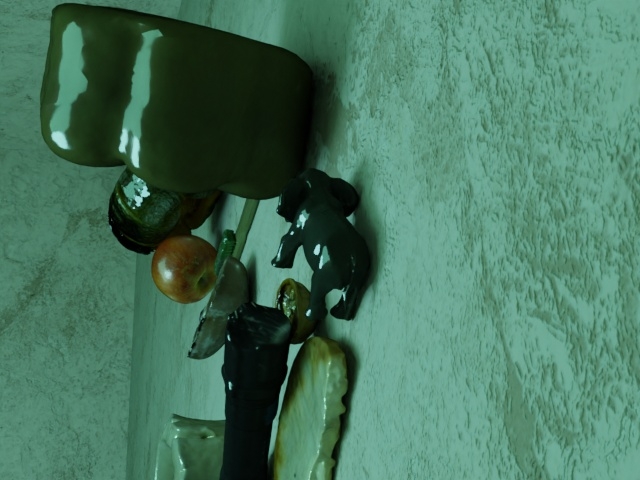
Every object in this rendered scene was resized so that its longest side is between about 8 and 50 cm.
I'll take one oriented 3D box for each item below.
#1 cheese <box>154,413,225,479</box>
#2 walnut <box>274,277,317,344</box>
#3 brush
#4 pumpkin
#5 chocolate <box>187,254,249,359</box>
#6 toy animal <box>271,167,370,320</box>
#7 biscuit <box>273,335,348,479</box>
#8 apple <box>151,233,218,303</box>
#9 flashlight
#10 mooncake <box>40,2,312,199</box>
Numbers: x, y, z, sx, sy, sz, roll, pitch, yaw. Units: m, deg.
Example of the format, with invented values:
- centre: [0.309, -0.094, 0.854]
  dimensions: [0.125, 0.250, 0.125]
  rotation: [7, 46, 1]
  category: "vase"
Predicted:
- centre: [-0.222, 0.470, 1.757]
  dimensions: [0.332, 0.153, 0.293]
  rotation: [147, 128, -69]
  category: "cheese"
- centre: [-0.031, 0.109, 1.438]
  dimensions: [0.121, 0.052, 0.091]
  rotation: [-116, 38, -54]
  category: "walnut"
- centre: [-0.176, -0.024, 1.998]
  dimensions: [0.282, 0.048, 0.054]
  rotation: [114, 153, -42]
  category: "brush"
- centre: [-0.363, -0.118, 2.272]
  dimensions: [0.192, 0.320, 0.320]
  rotation: [44, 144, 11]
  category: "pumpkin"
- centre: [-0.197, 0.148, 1.933]
  dimensions: [0.261, 0.083, 0.161]
  rotation: [120, 169, -52]
  category: "chocolate"
- centre: [0.004, -0.002, 1.302]
  dimensions: [0.245, 0.114, 0.146]
  rotation: [49, 140, 40]
  category: "toy animal"
- centre: [-0.019, 0.271, 1.352]
  dimensions: [0.204, 0.040, 0.309]
  rotation: [-129, 49, -68]
  category: "biscuit"
- centre: [-0.316, 0.063, 2.218]
  dimensions: [0.139, 0.163, 0.163]
  rotation: [30, 120, 28]
  category: "apple"
- centre: [-0.110, 0.273, 1.482]
  dimensions: [0.103, 0.103, 0.424]
  rotation: [-102, 15, -47]
  category: "flashlight"
- centre: [-0.248, -0.237, 1.611]
  dimensions: [0.467, 0.466, 0.262]
  rotation: [-138, 59, -70]
  category: "mooncake"
